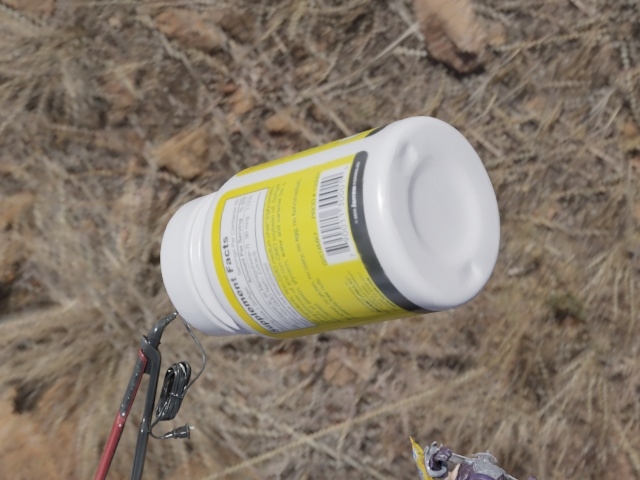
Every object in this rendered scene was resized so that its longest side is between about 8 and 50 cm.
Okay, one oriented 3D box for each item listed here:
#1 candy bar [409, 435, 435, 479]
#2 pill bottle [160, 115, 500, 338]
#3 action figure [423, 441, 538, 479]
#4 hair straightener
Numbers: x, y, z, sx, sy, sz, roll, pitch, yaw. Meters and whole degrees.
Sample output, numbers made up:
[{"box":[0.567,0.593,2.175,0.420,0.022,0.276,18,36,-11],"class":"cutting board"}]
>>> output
[{"box":[0.165,0.368,1.987,0.018,0.040,0.162,-23,120,-7],"class":"candy bar"},{"box":[0.000,0.000,0.838,0.208,0.119,0.119,-13,108,43],"class":"pill bottle"},{"box":[0.225,0.353,1.814,0.185,0.285,0.099,11,105,8],"class":"action figure"},{"box":[-0.181,0.189,1.450,0.089,0.047,0.231,18,92,-7],"class":"hair straightener"}]
